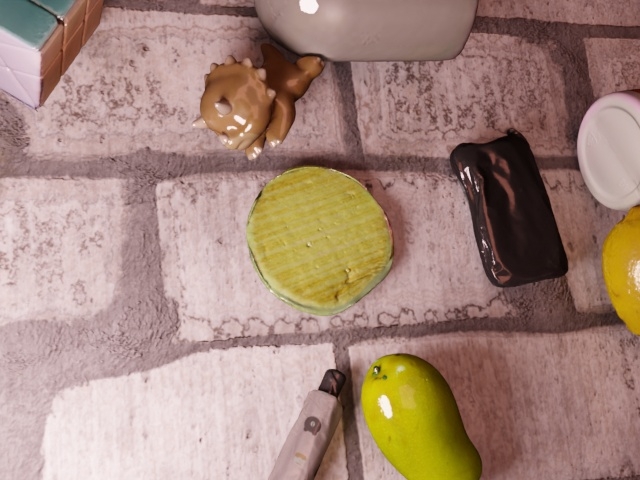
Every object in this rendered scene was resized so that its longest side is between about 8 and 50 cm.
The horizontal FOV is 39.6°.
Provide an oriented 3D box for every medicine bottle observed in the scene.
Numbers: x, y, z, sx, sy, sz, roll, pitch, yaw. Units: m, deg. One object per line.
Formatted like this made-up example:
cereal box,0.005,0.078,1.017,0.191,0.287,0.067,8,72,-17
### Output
medicine bottle,0.709,-0.197,1.872,0.241,0.252,0.252,-8,76,-22

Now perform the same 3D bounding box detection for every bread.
bread,-0.005,-0.004,1.682,0.302,0.045,0.301,7,69,-18

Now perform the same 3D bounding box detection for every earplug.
earplug,0.070,-0.493,1.718,0.394,0.312,0.312,-8,76,-19

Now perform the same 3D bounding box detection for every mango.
mango,0.182,0.335,1.592,0.175,0.143,0.293,-39,99,-31

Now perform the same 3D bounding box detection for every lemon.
lemon,0.698,0.064,1.787,0.261,0.260,0.284,-30,73,-24

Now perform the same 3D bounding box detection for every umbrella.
umbrella,-0.035,0.377,1.538,0.073,0.067,0.337,12,63,30

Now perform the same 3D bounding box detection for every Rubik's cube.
Rubik's cube,-0.524,-0.405,1.531,0.231,0.221,0.224,31,67,-8

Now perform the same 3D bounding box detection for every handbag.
handbag,0.384,-0.068,1.818,0.192,0.075,0.332,-11,76,-22

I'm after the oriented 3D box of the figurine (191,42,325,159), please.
figurine,-0.131,-0.278,1.652,0.173,0.177,0.247,37,76,-25
